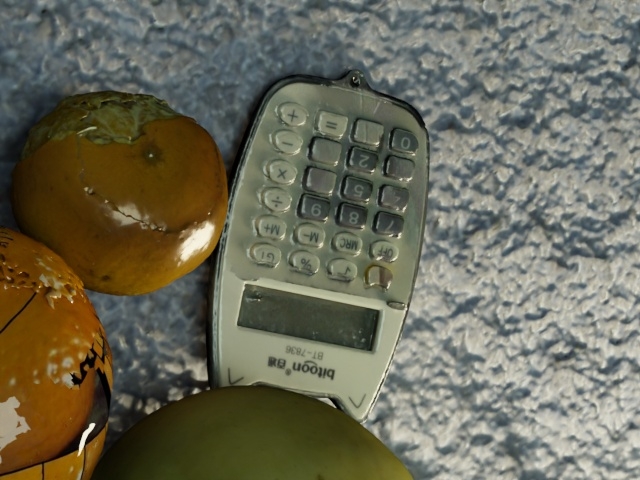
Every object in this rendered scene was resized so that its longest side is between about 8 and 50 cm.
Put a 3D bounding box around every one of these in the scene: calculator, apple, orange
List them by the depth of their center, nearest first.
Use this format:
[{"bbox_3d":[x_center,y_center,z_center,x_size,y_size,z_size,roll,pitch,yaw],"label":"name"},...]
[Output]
[{"bbox_3d":[-0.244,0.101,1.272,0.234,0.234,0.182,-62,150,-6],"label":"orange"},{"bbox_3d":[-0.143,-0.031,1.367,0.156,0.134,0.157,21,46,-24],"label":"orange"},{"bbox_3d":[-0.050,0.237,1.394,0.262,0.262,0.262,-5,101,-28],"label":"apple"},{"bbox_3d":[0.000,0.000,1.495,0.177,0.040,0.268,14,91,-30],"label":"calculator"}]
